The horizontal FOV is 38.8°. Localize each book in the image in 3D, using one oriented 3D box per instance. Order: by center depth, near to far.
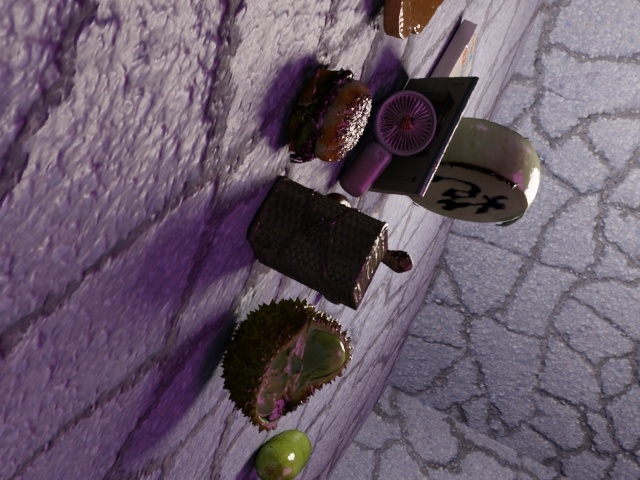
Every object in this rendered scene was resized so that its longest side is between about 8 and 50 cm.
[{"bbox_3d":[0.200,-0.222,1.906,0.025,0.214,0.283,35,75,-34],"label":"book"}]

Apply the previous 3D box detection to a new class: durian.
[{"bbox_3d":[-0.073,0.212,1.604,0.237,0.176,0.200,-46,117,-18],"label":"durian"}]

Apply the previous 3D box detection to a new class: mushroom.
[{"bbox_3d":[0.081,0.016,1.779,0.148,0.217,0.227,-64,167,-4],"label":"mushroom"}]

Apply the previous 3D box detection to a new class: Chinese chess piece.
[{"bbox_3d":[0.368,-0.165,2.261,0.349,0.349,0.147,81,23,-68],"label":"Chinese chess piece"}]

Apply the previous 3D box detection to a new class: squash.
[{"bbox_3d":[-0.081,0.558,2.394,0.118,0.118,0.370,-65,168,5],"label":"squash"}]

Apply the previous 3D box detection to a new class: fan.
[{"bbox_3d":[0.129,-0.191,1.822,0.244,0.130,0.074,-53,-161,0],"label":"fan"}]

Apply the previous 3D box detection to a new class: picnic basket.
[{"bbox_3d":[0.000,0.000,1.483,0.134,0.196,0.154,-60,166,-17],"label":"picnic basket"}]

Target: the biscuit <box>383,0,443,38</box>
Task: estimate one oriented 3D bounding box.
[{"bbox_3d":[0.195,-0.508,1.605,0.376,0.051,0.269,-56,162,-36],"label":"biscuit"}]

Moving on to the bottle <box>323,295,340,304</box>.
[{"bbox_3d":[0.058,0.085,2.183,0.140,0.053,0.053,-60,166,-17],"label":"bottle"}]

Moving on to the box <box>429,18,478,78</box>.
[{"bbox_3d":[0.316,-0.382,2.320,0.265,0.048,0.273,-60,166,-17],"label":"box"}]

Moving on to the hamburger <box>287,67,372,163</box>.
[{"bbox_3d":[0.017,-0.190,1.417,0.189,0.093,0.164,-38,151,-59],"label":"hamburger"}]
